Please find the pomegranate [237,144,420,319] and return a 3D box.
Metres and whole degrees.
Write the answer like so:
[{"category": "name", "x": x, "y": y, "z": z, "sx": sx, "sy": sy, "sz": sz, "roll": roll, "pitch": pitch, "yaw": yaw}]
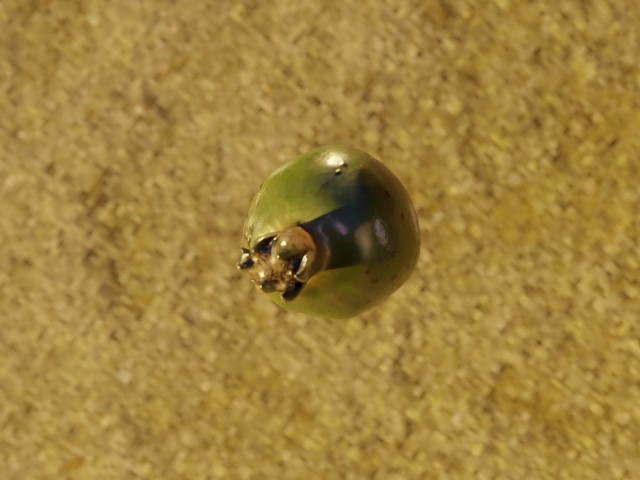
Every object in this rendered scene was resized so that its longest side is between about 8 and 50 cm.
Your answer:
[{"category": "pomegranate", "x": 0.000, "y": 0.000, "z": 1.193, "sx": 0.114, "sy": 0.114, "sz": 0.142, "roll": -25, "pitch": 3, "yaw": 29}]
